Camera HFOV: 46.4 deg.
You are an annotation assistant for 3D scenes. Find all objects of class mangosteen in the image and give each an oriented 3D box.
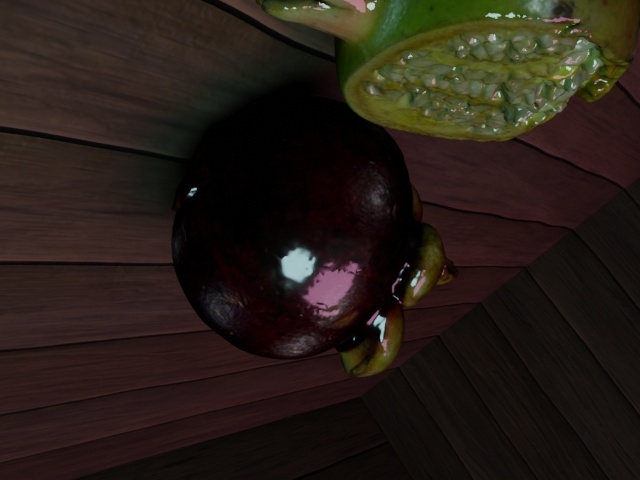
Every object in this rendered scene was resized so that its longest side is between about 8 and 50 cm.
[{"bbox_3d":[0.000,0.000,0.877,0.346,0.307,0.307,27,129,-17],"label":"mangosteen"}]

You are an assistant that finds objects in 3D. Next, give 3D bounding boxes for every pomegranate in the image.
[{"bbox_3d":[0.121,-0.242,0.710,0.358,0.216,0.309,16,168,-20],"label":"pomegranate"}]
